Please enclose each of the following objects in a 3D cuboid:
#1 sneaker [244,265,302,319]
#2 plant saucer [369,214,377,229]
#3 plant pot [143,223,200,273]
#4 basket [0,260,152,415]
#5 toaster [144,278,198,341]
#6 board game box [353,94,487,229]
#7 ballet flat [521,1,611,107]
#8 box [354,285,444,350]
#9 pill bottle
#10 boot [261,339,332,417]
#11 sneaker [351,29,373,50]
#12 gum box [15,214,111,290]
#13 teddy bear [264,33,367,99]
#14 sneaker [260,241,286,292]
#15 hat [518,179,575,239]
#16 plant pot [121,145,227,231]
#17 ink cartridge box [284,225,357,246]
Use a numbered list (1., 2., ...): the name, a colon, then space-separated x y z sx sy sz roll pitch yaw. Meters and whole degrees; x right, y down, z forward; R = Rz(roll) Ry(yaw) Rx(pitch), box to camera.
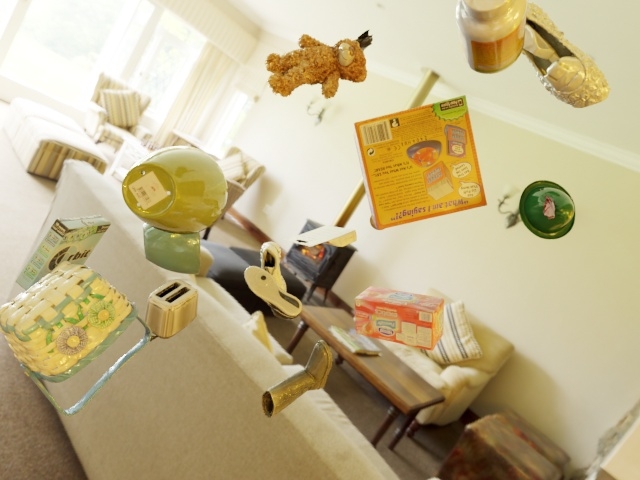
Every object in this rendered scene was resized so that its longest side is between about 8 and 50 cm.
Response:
1. sneaker: -0.161 0.181 1.405 0.217 0.079 0.121 39 -28 9
2. plant saucer: 0.242 -0.083 1.780 0.084 0.083 0.015 31 3 -6
3. plant pot: -0.597 0.000 1.745 0.196 0.289 0.290 -4 24 -23
4. basket: -0.530 0.213 0.965 0.201 0.254 0.288 14 -42 29
5. toaster: -0.530 0.239 1.551 0.129 0.146 0.227 25 28 16
6. board game box: 0.327 -0.262 1.552 0.357 0.355 0.356 -13 6 5
7. ballet flat: 0.701 -0.560 1.350 0.408 0.147 0.147 54 14 12
8. box: 0.289 0.280 1.615 0.300 0.153 0.142 6 17 31
9. pill bottle: 0.360 -0.465 0.926 0.136 0.136 0.246 35 9 21
10. boot: -0.070 0.399 1.272 0.209 0.189 0.076 -8 24 -36
11. sneaker: 0.182 -0.820 1.831 0.051 0.089 0.170 68 14 2
12. gum box: -0.608 0.025 1.049 0.041 0.184 0.157 38 9 2
13. teddy bear: -0.016 -0.572 1.426 0.339 0.244 0.113 4 -27 5
14. sneaker: -0.214 0.156 1.919 0.110 0.291 0.118 -9 8 -1
15. hat: 0.658 -0.099 1.180 0.173 0.208 0.183 21 -15 0
16. plant pot: -0.423 -0.137 1.221 0.275 0.274 0.293 31 5 -5
17. ink cartridge box: 0.000 0.000 1.773 0.233 0.066 0.189 -25 23 -34
